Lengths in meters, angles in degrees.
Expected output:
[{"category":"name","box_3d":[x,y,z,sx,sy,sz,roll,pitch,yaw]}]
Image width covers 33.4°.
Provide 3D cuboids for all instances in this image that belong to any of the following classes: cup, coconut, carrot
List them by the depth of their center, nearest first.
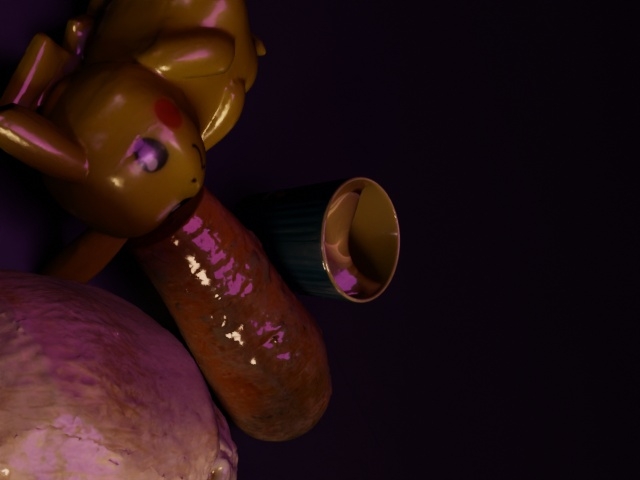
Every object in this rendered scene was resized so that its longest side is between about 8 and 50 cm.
[{"category":"coconut","box_3d":[-0.240,0.162,0.786,0.254,0.297,0.297,10,82,-51]},{"category":"carrot","box_3d":[-0.082,0.082,1.076,0.302,0.138,0.139,57,50,-37]},{"category":"cup","box_3d":[0.000,0.000,1.169,0.176,0.155,0.131,1,89,-51]}]

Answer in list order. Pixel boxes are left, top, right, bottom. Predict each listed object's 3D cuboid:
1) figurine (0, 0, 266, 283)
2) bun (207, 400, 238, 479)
[{"category":"figurine","box_3d":[-0.169,-0.127,0.959,0.218,0.169,0.327,73,31,-54]},{"category":"bun","box_3d":[-0.136,0.230,1.045,0.183,0.102,0.184,-3,94,-52]}]
